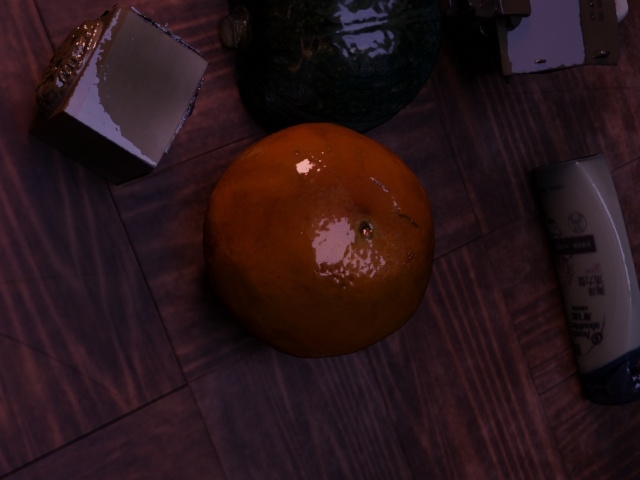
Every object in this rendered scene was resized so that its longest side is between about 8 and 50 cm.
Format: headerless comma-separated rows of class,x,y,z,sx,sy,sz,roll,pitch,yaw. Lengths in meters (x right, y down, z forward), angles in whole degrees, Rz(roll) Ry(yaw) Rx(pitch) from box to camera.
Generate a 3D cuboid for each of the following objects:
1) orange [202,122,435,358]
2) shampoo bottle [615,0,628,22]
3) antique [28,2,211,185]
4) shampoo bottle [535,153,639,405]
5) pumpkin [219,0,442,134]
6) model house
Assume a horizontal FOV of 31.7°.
orange,0.000,0.000,1.343,0.284,0.226,0.283,6,77,-26
shampoo bottle,0.403,-0.354,1.727,0.152,0.045,0.077,-23,97,-30
antique,-0.232,-0.166,1.265,0.148,0.147,0.152,31,71,-23
shampoo bottle,0.403,0.058,1.630,0.078,0.134,0.359,-14,92,-29
pumpkin,0.028,-0.280,1.406,0.263,0.197,0.292,-10,88,-29
model house,0.246,-0.320,1.529,0.243,0.204,0.211,-8,90,-41
